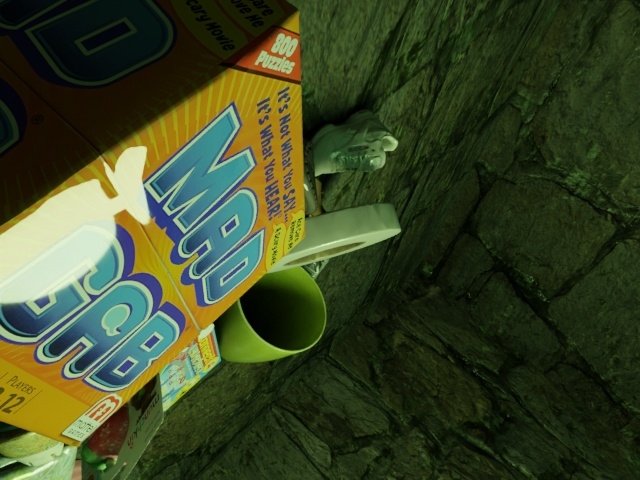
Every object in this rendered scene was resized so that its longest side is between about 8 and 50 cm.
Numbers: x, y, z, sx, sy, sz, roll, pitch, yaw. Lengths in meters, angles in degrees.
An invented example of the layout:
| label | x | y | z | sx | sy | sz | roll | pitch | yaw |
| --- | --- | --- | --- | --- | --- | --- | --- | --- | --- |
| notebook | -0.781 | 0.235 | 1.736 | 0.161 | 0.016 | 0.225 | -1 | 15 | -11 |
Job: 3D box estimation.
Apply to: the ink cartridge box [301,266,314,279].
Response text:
| label | x | y | z | sx | sy | sz | roll | pitch | yaw |
| --- | --- | --- | --- | --- | --- | --- | --- | --- | --- |
| ink cartridge box | -0.145 | 0.199 | 1.791 | 0.172 | 0.100 | 0.237 | -22 | 147 | -55 |

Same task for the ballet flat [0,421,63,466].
| label | x | y | z | sx | sy | sz | roll | pitch | yaw |
| --- | --- | --- | --- | --- | --- | --- | --- | --- | --- |
| ballet flat | -0.480 | 0.315 | 0.960 | 0.123 | 0.123 | 0.348 | -43 | -164 | -18 |

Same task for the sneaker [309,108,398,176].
| label | x | y | z | sx | sy | sz | roll | pitch | yaw |
| --- | --- | --- | --- | --- | --- | --- | --- | --- | --- |
| sneaker | 0.072 | -0.222 | 1.385 | 0.305 | 0.152 | 0.114 | -35 | 159 | -33 |

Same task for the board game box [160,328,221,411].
| label | x | y | z | sx | sy | sz | roll | pitch | yaw |
| --- | --- | --- | --- | --- | --- | --- | --- | --- | --- |
| board game box | -0.410 | 0.335 | 1.468 | 0.302 | 0.086 | 0.308 | -41 | 160 | -24 |

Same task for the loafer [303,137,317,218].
| label | x | y | z | sx | sy | sz | roll | pitch | yaw |
| --- | --- | --- | --- | --- | --- | --- | --- | --- | --- |
| loafer | -0.080 | -0.105 | 1.176 | 0.130 | 0.134 | 0.366 | -4 | 168 | -6 |

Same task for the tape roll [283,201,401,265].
| label | x | y | z | sx | sy | sz | roll | pitch | yaw |
| --- | --- | --- | --- | --- | --- | --- | --- | --- | --- |
| tape roll | 0.000 | 0.000 | 1.361 | 0.391 | 0.072 | 0.392 | -16 | 173 | -2 |

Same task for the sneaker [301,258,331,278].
| label | x | y | z | sx | sy | sz | roll | pitch | yaw |
| --- | --- | --- | --- | --- | --- | --- | --- | --- | --- |
| sneaker | -0.015 | 0.059 | 1.871 | 0.132 | 0.086 | 0.229 | -48 | 173 | -21 |

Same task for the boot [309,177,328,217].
| label | x | y | z | sx | sy | sz | roll | pitch | yaw |
| --- | --- | --- | --- | --- | --- | --- | --- | --- | --- |
| boot | -0.018 | -0.102 | 1.502 | 0.115 | 0.112 | 0.305 | -61 | 159 | 1 |

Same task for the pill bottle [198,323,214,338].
| label | x | y | z | sx | sy | sz | roll | pitch | yaw |
| --- | --- | --- | --- | --- | --- | --- | --- | --- | --- |
| pill bottle | -0.308 | 0.178 | 1.342 | 0.065 | 0.116 | 0.065 | -43 | 161 | -19 |

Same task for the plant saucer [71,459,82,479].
| label | x | y | z | sx | sy | sz | roll | pitch | yaw |
| --- | --- | --- | --- | --- | --- | --- | --- | --- | --- |
| plant saucer | -0.740 | 0.735 | 1.496 | 0.332 | 0.084 | 0.332 | -43 | 162 | -18 |

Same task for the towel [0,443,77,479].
| label | x | y | z | sx | sy | sz | roll | pitch | yaw |
| --- | --- | --- | --- | --- | --- | --- | --- | --- | --- |
| towel | -0.708 | 0.593 | 1.187 | 0.374 | 0.090 | 0.321 | -14 | 135 | -51 |

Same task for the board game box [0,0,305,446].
| label | x | y | z | sx | sy | sz | roll | pitch | yaw |
| --- | --- | --- | --- | --- | --- | --- | --- | --- | --- |
| board game box | -0.262 | -0.080 | 0.554 | 0.356 | 0.356 | 0.357 | -43 | 161 | -20 |

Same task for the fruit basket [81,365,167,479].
| label | x | y | z | sx | sy | sz | roll | pitch | yaw |
| --- | --- | --- | --- | --- | --- | --- | --- | --- | --- |
| fruit basket | -0.403 | 0.320 | 1.086 | 0.165 | 0.353 | 0.327 | 26 | 110 | -27 |

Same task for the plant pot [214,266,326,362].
| label | x | y | z | sx | sy | sz | roll | pitch | yaw |
| --- | --- | --- | --- | --- | --- | --- | --- | --- | --- |
| plant pot | -0.179 | 0.226 | 1.574 | 0.274 | 0.275 | 0.293 | -29 | 173 | -46 |
